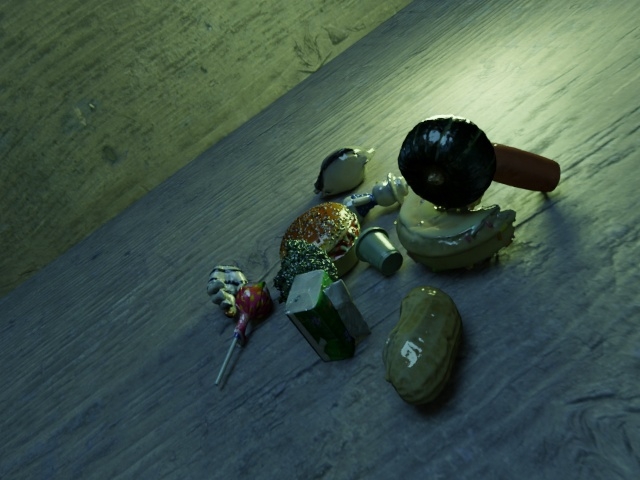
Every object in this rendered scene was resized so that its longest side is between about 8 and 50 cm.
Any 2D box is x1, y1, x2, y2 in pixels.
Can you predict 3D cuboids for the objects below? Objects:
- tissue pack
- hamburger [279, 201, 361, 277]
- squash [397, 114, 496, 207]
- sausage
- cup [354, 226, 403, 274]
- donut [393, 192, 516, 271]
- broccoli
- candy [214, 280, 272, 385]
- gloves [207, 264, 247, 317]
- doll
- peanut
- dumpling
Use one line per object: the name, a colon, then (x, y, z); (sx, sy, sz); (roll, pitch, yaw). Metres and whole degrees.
tissue pack: (0.030, 0.197, 1.587); (0.156, 0.209, 0.148); (-16, 34, 27)
hamburger: (0.000, 0.000, 1.933); (0.300, 0.176, 0.300); (-26, 32, 17)
squash: (0.323, -0.203, 1.535); (0.252, 0.252, 0.165); (-5, 41, 40)
sausage: (0.526, -0.204, 1.640); (0.113, 0.259, 0.114); (-167, 90, -79)
cup: (0.180, 0.036, 1.781); (0.120, 0.120, 0.141); (-38, 44, -7)
donut: (0.367, -0.051, 1.673); (0.307, 0.150, 0.371); (-27, 30, 9)
broccoli: (-0.046, 0.114, 1.740); (0.198, 0.226, 0.176); (-35, -14, -28)
candy: (-0.251, 0.285, 1.851); (0.124, 0.124, 0.366); (-10, 44, 35)
gloves: (-0.321, 0.183, 2.035); (0.131, 0.140, 0.219); (-38, 38, 32)
doll: (0.176, -0.138, 2.019); (0.293, 0.138, 0.119); (-24, 72, 22)
peanut: (0.246, 0.233, 1.390); (0.174, 0.158, 0.340); (-46, 8, 50)
dumpling: (0.082, -0.287, 2.285); (0.293, 0.163, 0.205); (-34, 32, 24)
